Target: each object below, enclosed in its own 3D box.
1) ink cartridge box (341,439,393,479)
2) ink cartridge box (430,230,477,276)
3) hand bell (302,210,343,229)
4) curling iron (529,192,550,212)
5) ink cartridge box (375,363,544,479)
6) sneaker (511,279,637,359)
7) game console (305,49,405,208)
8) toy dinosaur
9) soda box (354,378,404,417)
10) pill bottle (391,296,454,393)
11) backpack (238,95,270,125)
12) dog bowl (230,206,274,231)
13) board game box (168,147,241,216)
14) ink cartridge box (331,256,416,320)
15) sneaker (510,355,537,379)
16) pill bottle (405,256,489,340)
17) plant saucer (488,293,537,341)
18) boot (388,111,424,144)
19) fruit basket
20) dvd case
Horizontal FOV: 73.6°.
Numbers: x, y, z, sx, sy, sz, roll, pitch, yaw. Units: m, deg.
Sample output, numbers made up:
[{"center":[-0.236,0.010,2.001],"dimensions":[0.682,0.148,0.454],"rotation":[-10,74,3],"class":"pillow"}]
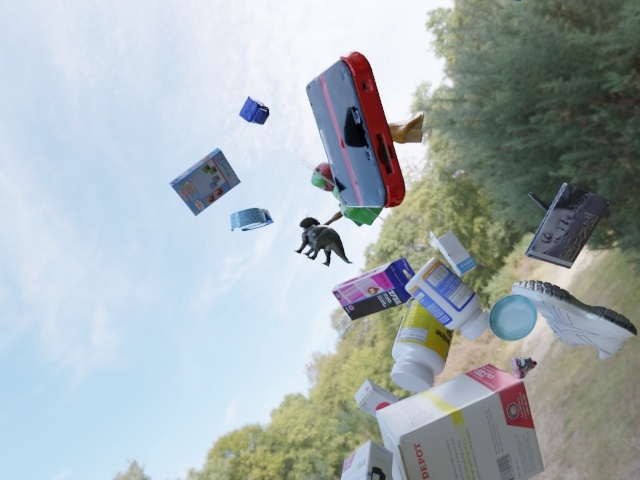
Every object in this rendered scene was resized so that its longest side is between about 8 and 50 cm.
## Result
[{"center":[0.103,0.591,1.012],"dimensions":[0.127,0.072,0.175],"rotation":[-54,8,32],"class":"ink cartridge box"},{"center":[0.458,0.032,1.486],"dimensions":[0.062,0.181,0.104],"rotation":[-34,-16,4],"class":"ink cartridge box"},{"center":[0.037,-0.090,2.250],"dimensions":[0.242,0.126,0.126],"rotation":[-37,-19,10],"class":"hand bell"},{"center":[1.085,-0.122,2.017],"dimensions":[0.068,0.274,0.035],"rotation":[-29,-15,-23],"class":"curling iron"},{"center":[0.376,0.549,1.173],"dimensions":[0.385,0.278,0.160],"rotation":[-17,9,-13],"class":"ink cartridge box"},{"center":[0.642,0.204,1.124],"dimensions":[0.111,0.297,0.129],"rotation":[-15,-51,-52],"class":"sneaker"},{"center":[0.083,-0.270,1.140],"dimensions":[0.060,0.386,0.342],"rotation":[-21,12,-15],"class":"game console"},{"center":[0.000,0.000,1.626],"dimensions":[0.121,0.314,0.160],"rotation":[22,-89,-46],"class":"toy dinosaur"},{"center":[0.216,0.522,1.328],"dimensions":[0.073,0.216,0.069],"rotation":[-55,12,5],"class":"soda box"},{"center":[0.372,0.365,1.545],"dimensions":[0.187,0.188,0.333],"rotation":[96,-161,-53],"class":"pill bottle"},{"center":[-0.264,-0.524,1.772],"dimensions":[0.098,0.101,0.120],"rotation":[-51,-8,18],"class":"backpack"},{"center":[-0.324,-0.100,2.013],"dimensions":[0.166,0.073,0.297],"rotation":[-17,-1,10],"class":"dog bowl"},{"center":[-0.407,-0.207,1.529],"dimensions":[0.211,0.039,0.160],"rotation":[-40,-40,-13],"class":"board game box"},{"center":[0.241,0.215,1.836],"dimensions":[0.371,0.175,0.069],"rotation":[-27,14,31],"class":"ink cartridge box"},{"center":[0.519,0.320,1.083],"dimensions":[0.057,0.047,0.119],"rotation":[-19,-33,20],"class":"sneaker"},{"center":[0.429,0.198,1.423],"dimensions":[0.152,0.272,0.152],"rotation":[-44,-10,-10],"class":"pill bottle"},{"center":[0.467,0.189,1.034],"dimensions":[0.021,0.119,0.119],"rotation":[32,-85,-32],"class":"plant saucer"},{"center":[0.381,-0.549,2.047],"dimensions":[0.295,0.212,0.104],"rotation":[-72,-12,-51],"class":"boot"},{"center":[0.061,-0.196,1.600],"dimensions":[0.165,0.353,0.327],"rotation":[-61,12,12],"class":"fruit basket"},{"center":[0.688,-0.035,1.192],"dimensions":[0.018,0.165,0.221],"rotation":[-115,43,-64],"class":"dvd case"}]
